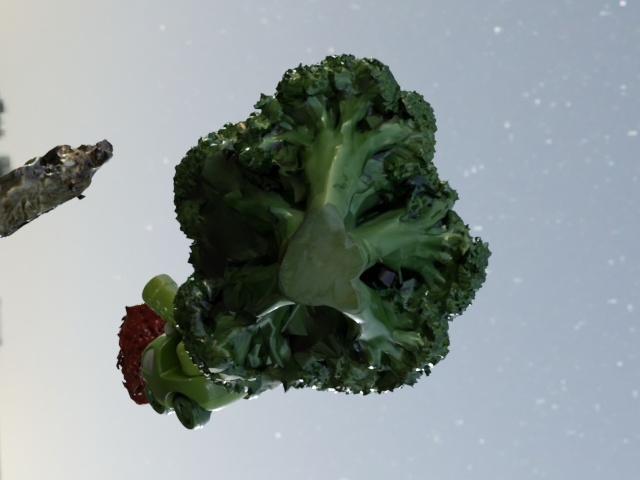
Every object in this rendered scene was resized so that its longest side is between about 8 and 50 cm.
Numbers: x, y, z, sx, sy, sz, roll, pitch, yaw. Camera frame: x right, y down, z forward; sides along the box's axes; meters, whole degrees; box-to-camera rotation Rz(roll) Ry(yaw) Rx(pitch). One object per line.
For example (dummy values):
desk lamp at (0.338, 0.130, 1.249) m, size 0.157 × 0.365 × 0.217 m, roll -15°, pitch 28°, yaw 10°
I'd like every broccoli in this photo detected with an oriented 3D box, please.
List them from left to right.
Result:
broccoli at (0.007, 0.005, 1.357) m, size 0.413 × 0.321 × 0.310 m, roll -56°, pitch -141°, yaw 10°

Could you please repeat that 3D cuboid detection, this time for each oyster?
oyster at (-0.423, -0.053, 1.573) m, size 0.129 × 0.345 × 0.078 m, roll 33°, pitch -31°, yaw 50°

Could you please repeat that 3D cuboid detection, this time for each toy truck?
toy truck at (-0.182, 0.168, 1.768) m, size 0.187 × 0.148 × 0.210 m, roll 31°, pitch -45°, yaw 42°

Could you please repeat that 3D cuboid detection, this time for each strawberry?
strawberry at (-0.281, 0.199, 2.135) m, size 0.187 × 0.184 × 0.201 m, roll -2°, pitch -120°, yaw 39°
